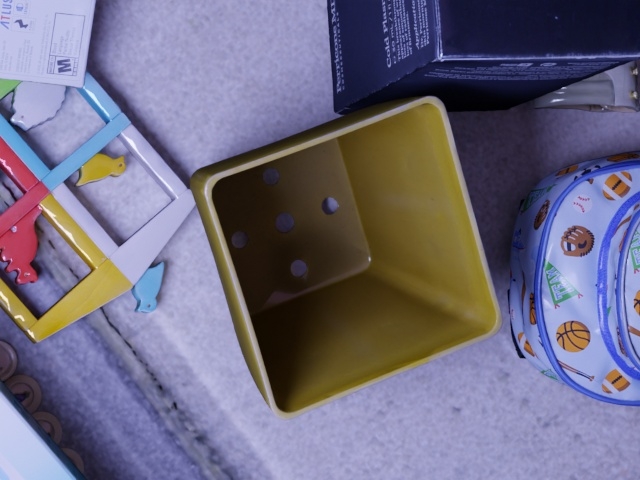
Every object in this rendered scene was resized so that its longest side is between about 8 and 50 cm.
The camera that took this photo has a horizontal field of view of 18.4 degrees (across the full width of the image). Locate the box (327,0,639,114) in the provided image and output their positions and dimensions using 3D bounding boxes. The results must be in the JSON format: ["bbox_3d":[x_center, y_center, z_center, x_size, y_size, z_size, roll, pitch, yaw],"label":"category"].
[{"bbox_3d":[0.123,-0.296,1.682,0.179,0.312,0.343,-2,87,-16],"label":"box"}]

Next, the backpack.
[{"bbox_3d":[0.306,0.038,1.771,0.263,0.213,0.276,-2,89,-5],"label":"backpack"}]

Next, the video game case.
[{"bbox_3d":[-0.282,-0.249,1.626,0.210,0.042,0.232,5,112,-15],"label":"video game case"}]

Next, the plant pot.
[{"bbox_3d":[0.000,0.000,1.677,0.212,0.187,0.212,-21,106,-16],"label":"plant pot"}]

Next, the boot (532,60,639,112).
[{"bbox_3d":[0.291,-0.201,1.843,0.213,0.077,0.165,-5,87,-11],"label":"boot"}]

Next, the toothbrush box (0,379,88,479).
[{"bbox_3d":[-0.307,0.228,1.609,0.216,0.126,0.295,-41,97,-6],"label":"toothbrush box"}]

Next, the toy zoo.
[{"bbox_3d":[-0.242,-0.048,1.709,0.192,0.030,0.293,-42,97,-15],"label":"toy zoo"}]

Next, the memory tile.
[{"bbox_3d":[-0.280,0.169,1.691,0.113,0.012,0.148,-32,94,-15],"label":"memory tile"}]
